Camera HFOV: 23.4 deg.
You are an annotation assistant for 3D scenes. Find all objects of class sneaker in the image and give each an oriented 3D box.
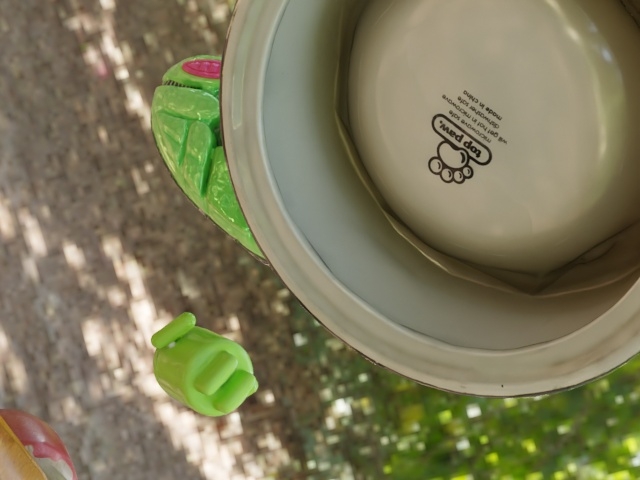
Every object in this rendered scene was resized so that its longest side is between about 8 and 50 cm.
[{"bbox_3d":[0.000,0.000,1.658,0.483,0.185,0.202,42,-24,-7],"label":"sneaker"}]

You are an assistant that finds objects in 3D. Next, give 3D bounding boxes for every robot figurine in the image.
[{"bbox_3d":[-0.101,0.110,1.320,0.101,0.067,0.115,46,-14,-27],"label":"robot figurine"}]

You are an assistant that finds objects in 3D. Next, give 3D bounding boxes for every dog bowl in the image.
[{"bbox_3d":[0.131,-0.096,1.172,0.150,0.408,0.408,-31,106,-56],"label":"dog bowl"}]

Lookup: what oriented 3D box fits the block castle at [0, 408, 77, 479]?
[{"bbox_3d":[-0.366,0.192,0.861,0.303,0.453,0.213,57,-16,-24],"label":"block castle"}]
